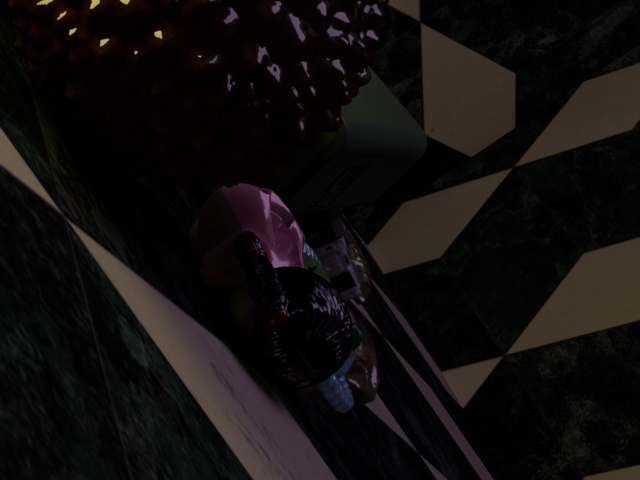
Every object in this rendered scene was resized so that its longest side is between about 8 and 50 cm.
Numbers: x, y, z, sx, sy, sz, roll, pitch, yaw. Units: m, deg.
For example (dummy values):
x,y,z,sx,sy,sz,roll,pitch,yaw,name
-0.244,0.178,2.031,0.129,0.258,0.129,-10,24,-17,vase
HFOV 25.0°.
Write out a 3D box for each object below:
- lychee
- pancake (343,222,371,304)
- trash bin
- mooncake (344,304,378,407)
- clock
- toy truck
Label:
x,y,z,sx,sy,sz,roll,pitch,yaw,name
-0.103,-0.189,1.149,0.306,0.306,0.330,54,32,-23,lychee
0.000,0.000,2.170,0.235,0.029,0.212,32,29,-40,pancake
-0.017,-0.152,1.727,0.223,0.158,0.343,51,20,14,trash bin
0.013,0.110,1.596,0.130,0.073,0.125,53,7,-22,mooncake
-0.026,0.064,1.310,0.194,0.100,0.195,55,5,-42,clock
-0.010,0.011,1.876,0.253,0.114,0.124,-112,178,-71,toy truck
